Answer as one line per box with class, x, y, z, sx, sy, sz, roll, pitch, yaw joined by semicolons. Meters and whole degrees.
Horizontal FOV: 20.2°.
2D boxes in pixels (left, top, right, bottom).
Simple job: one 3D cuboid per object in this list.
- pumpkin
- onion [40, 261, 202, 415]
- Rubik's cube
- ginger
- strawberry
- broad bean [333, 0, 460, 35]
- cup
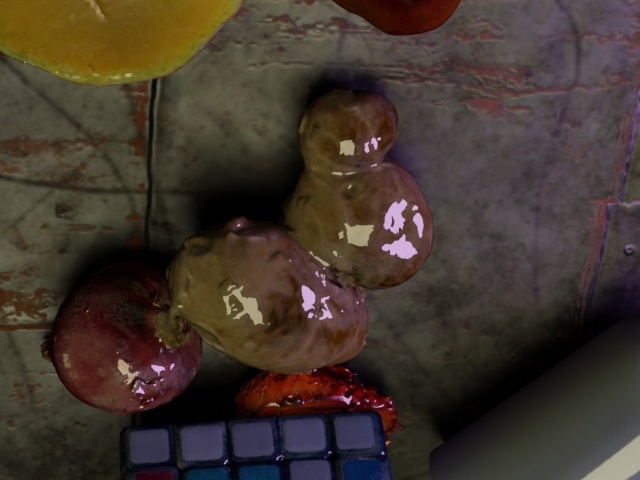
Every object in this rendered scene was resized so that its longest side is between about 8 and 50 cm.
pumpkin;-0.207;-0.293;1.581;0.332;0.199;0.332;-2;121;-3
onion;-0.219;0.105;1.864;0.195;0.159;0.159;-13;129;40
Rubik's cube;-0.064;0.379;1.920;0.292;0.287;0.293;-3;142;-4
ginger;0.000;0.000;1.805;0.244;0.155;0.304;38;89;-31
strawberry;-0.006;0.183;1.977;0.188;0.082;0.121;7;137;-23
broad bean;0.048;-0.290;1.655;0.156;0.122;0.228;-32;117;26
cup;0.298;0.231;1.962;0.312;0.205;0.205;-37;119;15
